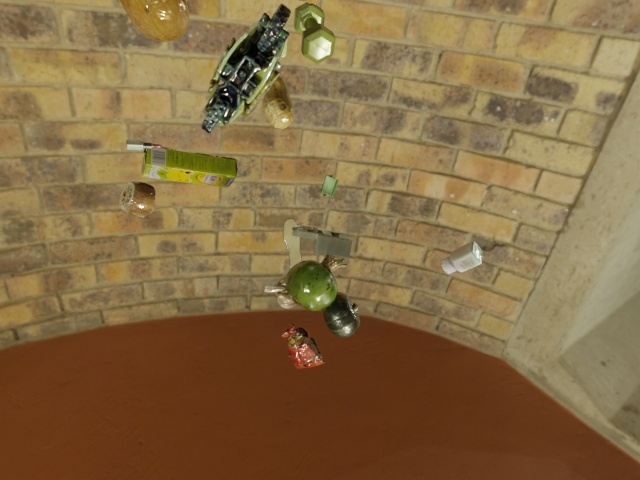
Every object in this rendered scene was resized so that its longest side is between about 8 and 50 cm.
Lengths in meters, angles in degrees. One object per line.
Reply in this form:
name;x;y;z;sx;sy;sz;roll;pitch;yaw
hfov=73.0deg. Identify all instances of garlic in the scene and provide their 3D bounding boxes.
garlic;-0.159;0.222;1.843;0.194;0.127;0.131;4;-113;-43

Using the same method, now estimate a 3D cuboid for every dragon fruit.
dragon fruit;-0.049;0.342;1.445;0.092;0.192;0.122;2;-138;38

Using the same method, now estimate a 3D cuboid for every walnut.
walnut;-0.441;-0.633;1.160;0.168;0.207;0.167;-8;-122;14

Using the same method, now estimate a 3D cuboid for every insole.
insole;-0.120;0.015;1.923;0.086;0.253;0.005;-21;-148;-24

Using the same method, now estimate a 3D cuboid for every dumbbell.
dumbbell;-0.025;-0.732;1.513;0.122;0.108;0.301;22;-144;-29

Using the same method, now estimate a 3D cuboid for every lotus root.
lotus root;-0.604;-0.142;1.430;0.122;0.112;0.081;-16;156;39

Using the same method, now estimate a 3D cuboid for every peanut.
peanut;-0.173;-0.541;1.646;0.120;0.236;0.110;-15;174;-17

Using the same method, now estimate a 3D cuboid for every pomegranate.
pomegranate;-0.009;0.130;1.475;0.182;0.181;0.224;30;-117;32

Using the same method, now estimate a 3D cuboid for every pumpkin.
pumpkin;0.075;0.264;1.548;0.125;0.167;0.167;-24;-162;29

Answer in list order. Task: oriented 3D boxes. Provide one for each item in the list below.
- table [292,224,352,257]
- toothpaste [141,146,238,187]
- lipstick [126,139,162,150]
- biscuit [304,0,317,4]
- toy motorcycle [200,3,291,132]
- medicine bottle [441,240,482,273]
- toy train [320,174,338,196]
table;0.000;0.000;1.299;0.176;0.062;0.146;8;-173;-1
toothpaste;-0.473;-0.263;1.567;0.328;0.110;0.077;4;-110;-28
lipstick;-0.566;-0.305;1.390;0.107;0.025;0.025;-2;-122;-24
biscuit;-0.160;-0.918;1.529;0.379;0.054;0.094;14;-119;3
toy motorcycle;-0.215;-0.495;1.258;0.169;0.410;0.237;36;-159;-15
medicine bottle;0.442;0.060;1.358;0.055;0.118;0.074;47;-143;-14
toy train;0.038;-0.227;1.801;0.056;0.093;0.038;22;-172;22
